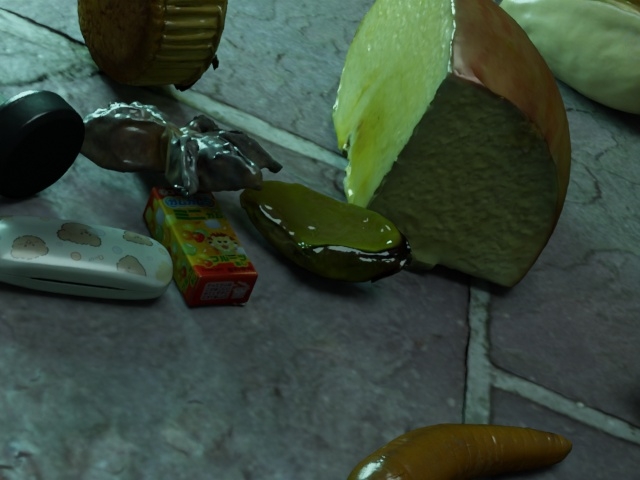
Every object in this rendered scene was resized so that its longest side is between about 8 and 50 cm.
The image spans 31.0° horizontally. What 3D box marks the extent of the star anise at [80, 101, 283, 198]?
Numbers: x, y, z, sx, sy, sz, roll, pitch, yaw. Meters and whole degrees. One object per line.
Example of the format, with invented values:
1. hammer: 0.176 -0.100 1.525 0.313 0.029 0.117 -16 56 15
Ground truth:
1. star anise: -0.128 -0.090 1.086 0.208 0.063 0.172 22 20 38

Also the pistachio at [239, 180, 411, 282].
1. pistachio: 0.000 0.000 1.105 0.173 0.049 0.089 21 42 8

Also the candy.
1. candy: -0.109 0.004 1.040 0.062 0.038 0.122 -2 44 -34

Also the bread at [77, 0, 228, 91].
1. bread: -0.182 -0.254 1.192 0.104 0.199 0.199 -6 47 -36

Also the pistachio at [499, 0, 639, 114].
1. pistachio: 0.402 -0.283 1.626 0.299 0.187 0.187 29 35 13

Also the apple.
1. apple: 0.130 -0.130 1.231 0.252 0.314 0.309 -15 36 14

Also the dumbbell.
1. dumbbell: -0.306 -0.131 1.031 0.191 0.100 0.100 42 38 19

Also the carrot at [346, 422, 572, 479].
1. carrot: 0.113 0.180 0.952 0.066 0.062 0.271 13 16 43

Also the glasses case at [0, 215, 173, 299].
1. glasses case: -0.203 0.015 0.964 0.164 0.041 0.063 10 39 -23
